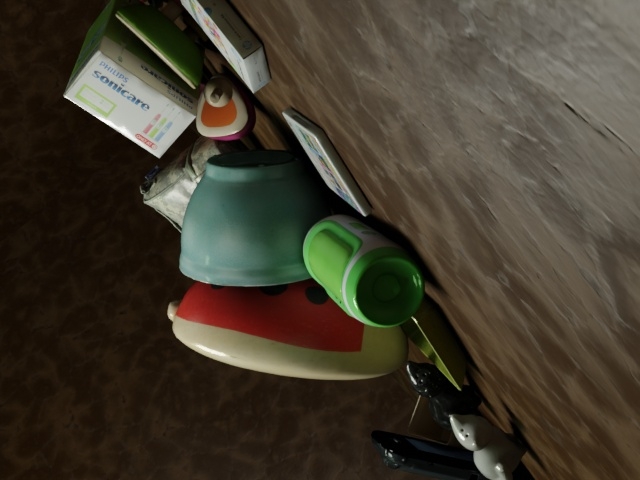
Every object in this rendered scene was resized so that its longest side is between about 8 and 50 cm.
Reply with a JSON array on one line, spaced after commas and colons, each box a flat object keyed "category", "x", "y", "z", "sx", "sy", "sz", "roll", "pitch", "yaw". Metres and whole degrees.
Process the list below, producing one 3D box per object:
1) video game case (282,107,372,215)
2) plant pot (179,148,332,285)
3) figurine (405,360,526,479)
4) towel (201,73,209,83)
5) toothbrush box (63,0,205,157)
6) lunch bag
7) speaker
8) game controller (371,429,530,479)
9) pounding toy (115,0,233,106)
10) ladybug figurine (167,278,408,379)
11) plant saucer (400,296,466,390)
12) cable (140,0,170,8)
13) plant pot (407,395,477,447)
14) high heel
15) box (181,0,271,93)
[{"category": "video game case", "x": 0.010, "y": -0.120, "z": 1.427, "sx": 0.157, "sy": 0.019, "sz": 0.143, "roll": 56, "pitch": 174, "yaw": -30}, {"category": "plant pot", "x": -0.112, "y": -0.056, "z": 1.698, "sx": 0.293, "sy": 0.293, "sz": 0.196, "roll": -139, "pitch": 45, "yaw": -67}, {"category": "figurine", "x": 0.248, "y": 0.311, "z": 1.650, "sx": 0.215, "sy": 0.092, "sz": 0.209, "roll": 48, "pitch": -177, "yaw": 40}, {"category": "towel", "x": -0.297, "y": -0.358, "z": 2.161, "sx": 0.275, "sy": 0.031, "sz": 0.199, "roll": 53, "pitch": -164, "yaw": 2}, {"category": "toothbrush box", "x": -0.337, "y": -0.318, "z": 1.765, "sx": 0.206, "sy": 0.122, "sz": 0.283, "roll": 33, "pitch": -153, "yaw": -25}, {"category": "lunch bag", "x": -0.244, "y": -0.095, "z": 2.266, "sx": 0.305, "sy": 0.256, "sz": 0.212, "roll": 45, "pitch": -167, "yaw": -23}, {"category": "speaker", "x": 0.060, "y": 0.041, "z": 1.473, "sx": 0.131, "sy": 0.131, "sz": 0.296, "roll": 54, "pitch": 175, "yaw": -19}, {"category": "game controller", "x": 0.261, "y": 0.443, "z": 1.922, "sx": 0.319, "sy": 0.067, "sz": 0.166, "roll": 16, "pitch": -172, "yaw": -13}, {"category": "pounding toy", "x": -0.228, "y": -0.344, "z": 1.626, "sx": 0.237, "sy": 0.110, "sz": 0.183, "roll": 42, "pitch": 180, "yaw": -5}, {"category": "ladybug figurine", "x": -0.054, "y": 0.137, "z": 1.735, "sx": 0.305, "sy": 0.449, "sz": 0.162, "roll": -108, "pitch": 25, "yaw": -77}, {"category": "plant saucer", "x": 0.171, "y": 0.137, "z": 1.592, "sx": 0.188, "sy": 0.045, "sz": 0.188, "roll": 55, "pitch": 175, "yaw": -34}, {"category": "cable", "x": -0.336, "y": -0.474, "z": 1.809, "sx": 0.139, "sy": 0.072, "sz": 0.287, "roll": 57, "pitch": 173, "yaw": -37}, {"category": "plant pot", "x": 0.265, "y": 0.379, "z": 1.982, "sx": 0.109, "sy": 0.109, "sz": 0.096, "roll": 8, "pitch": 160, "yaw": 44}, {"category": "high heel", "x": -0.171, "y": -0.256, "z": 1.897, "sx": 0.181, "sy": 0.127, "sz": 0.377, "roll": 21, "pitch": -170, "yaw": -34}, {"category": "box", "x": -0.146, "y": -0.315, "z": 1.373, "sx": 0.186, "sy": 0.038, "sz": 0.145, "roll": 51, "pitch": 175, "yaw": 8}]
